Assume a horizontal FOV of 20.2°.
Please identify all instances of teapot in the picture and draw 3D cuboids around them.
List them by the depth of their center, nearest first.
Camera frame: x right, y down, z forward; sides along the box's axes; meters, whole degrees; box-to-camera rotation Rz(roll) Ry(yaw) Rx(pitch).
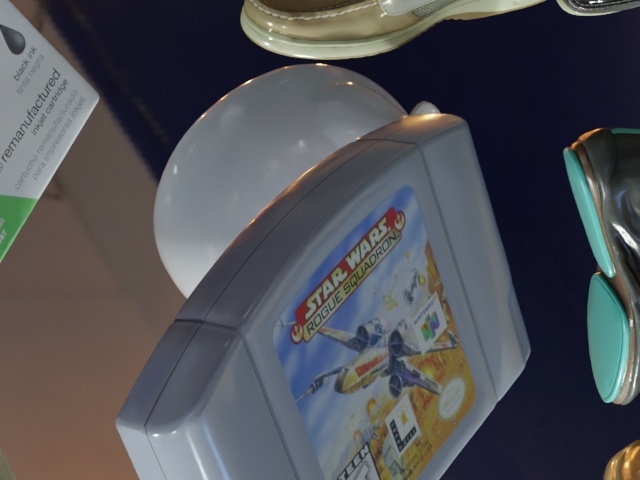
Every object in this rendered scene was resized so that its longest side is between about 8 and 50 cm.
[{"bbox_3d":[0.000,0.000,1.444,0.187,0.252,0.256,49,179,36],"label":"teapot"}]

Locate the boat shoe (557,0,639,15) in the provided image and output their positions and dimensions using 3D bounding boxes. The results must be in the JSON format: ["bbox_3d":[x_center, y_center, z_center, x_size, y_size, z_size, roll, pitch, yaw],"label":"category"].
[{"bbox_3d":[0.311,-0.255,1.559,0.223,0.080,0.073,-19,-171,-3],"label":"boat shoe"}]

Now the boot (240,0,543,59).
[{"bbox_3d":[0.053,-0.197,1.025,0.213,0.165,0.077,-17,-134,-20],"label":"boot"}]

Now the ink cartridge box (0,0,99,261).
[{"bbox_3d":[-0.325,-0.112,1.276,0.121,0.211,0.289,8,151,41],"label":"ink cartridge box"}]

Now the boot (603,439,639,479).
[{"bbox_3d":[0.319,0.131,1.289,0.095,0.203,0.262,52,-153,7],"label":"boot"}]

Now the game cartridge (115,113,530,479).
[{"bbox_3d":[0.014,0.066,0.993,0.062,0.198,0.297,10,-139,35],"label":"game cartridge"}]

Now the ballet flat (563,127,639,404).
[{"bbox_3d":[0.271,0.025,1.519,0.096,0.280,0.095,-16,-142,-3],"label":"ballet flat"}]

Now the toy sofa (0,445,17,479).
[{"bbox_3d":[-0.305,0.200,1.198,0.150,0.177,0.362,62,-163,6],"label":"toy sofa"}]
